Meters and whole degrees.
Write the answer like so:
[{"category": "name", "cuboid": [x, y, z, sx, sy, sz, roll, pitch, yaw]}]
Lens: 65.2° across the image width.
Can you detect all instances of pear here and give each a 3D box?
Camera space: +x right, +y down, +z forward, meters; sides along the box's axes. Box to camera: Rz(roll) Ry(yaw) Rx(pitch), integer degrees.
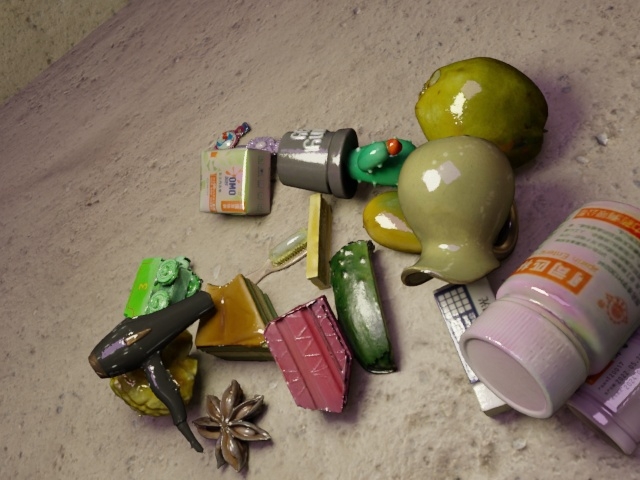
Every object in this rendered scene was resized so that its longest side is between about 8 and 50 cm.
[{"category": "pear", "cuboid": [0.387, -0.302, 1.217, 0.321, 0.269, 0.269, 21, 75, 15]}]

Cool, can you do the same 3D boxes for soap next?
[{"category": "soap", "cuboid": [-0.012, 0.269, 1.135, 0.162, 0.099, 0.250, -25, 85, 3]}, {"category": "soap", "cuboid": [-0.001, 0.000, 1.345, 0.037, 0.092, 0.252, -9, 61, 20]}, {"category": "soap", "cuboid": [-0.254, -0.175, 1.506, 0.182, 0.138, 0.200, 3, 92, 27]}]

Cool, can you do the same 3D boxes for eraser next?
[{"category": "eraser", "cuboid": [0.347, 0.213, 1.059, 0.124, 0.081, 0.279, -26, 55, 13]}]

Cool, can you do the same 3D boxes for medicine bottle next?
[{"category": "medicine bottle", "cuboid": [0.574, 0.247, 0.894, 0.250, 0.133, 0.133, -46, 53, 0]}, {"category": "medicine bottle", "cuboid": [0.452, 0.119, 0.917, 0.388, 0.219, 0.219, -40, 52, -17]}]

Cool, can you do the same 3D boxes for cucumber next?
[{"category": "cucumber", "cuboid": [0.095, 0.161, 1.208, 0.145, 0.105, 0.325, -21, 59, 16]}]

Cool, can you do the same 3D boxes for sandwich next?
[{"category": "sandwich", "cuboid": [-0.181, 0.198, 1.292, 0.227, 0.155, 0.198, -5, 62, 25]}]

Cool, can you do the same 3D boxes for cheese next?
[{"category": "cheese", "cuboid": [-0.307, -0.354, 1.725, 0.145, 0.038, 0.095, -35, 54, 8]}]

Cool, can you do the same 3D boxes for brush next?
[{"category": "brush", "cuboid": [-0.144, 0.061, 1.407, 0.312, 0.067, 0.072, -35, 55, 9]}]

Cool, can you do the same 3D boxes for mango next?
[{"category": "mango", "cuboid": [0.225, -0.039, 1.243, 0.251, 0.114, 0.156, 22, 56, 19]}]

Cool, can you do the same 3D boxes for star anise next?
[{"category": "star anise", "cuboid": [-0.210, 0.444, 1.227, 0.197, 0.073, 0.212, -45, 56, 3]}]

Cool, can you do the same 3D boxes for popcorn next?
[{"category": "popcorn", "cuboid": [-0.415, 0.338, 1.298, 0.251, 0.206, 0.237, 0, 78, 35]}]

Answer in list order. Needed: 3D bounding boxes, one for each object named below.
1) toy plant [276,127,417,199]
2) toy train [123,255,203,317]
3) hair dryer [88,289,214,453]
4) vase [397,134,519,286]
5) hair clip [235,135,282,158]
[{"category": "toy plant", "cuboid": [0.093, -0.200, 1.286, 0.400, 0.279, 0.185, 6, 75, 17]}, {"category": "toy train", "cuboid": [-0.469, 0.161, 1.480, 0.188, 0.132, 0.243, -8, 59, 29]}, {"category": "hair dryer", "cuboid": [-0.330, 0.316, 1.164, 0.303, 0.120, 0.359, -28, 79, -23]}, {"category": "vase", "cuboid": [0.322, -0.048, 1.083, 0.241, 0.329, 0.302, -12, 75, 56]}, {"category": "hair clip", "cuboid": [-0.143, -0.286, 1.583, 0.292, 0.085, 0.106, -3, 39, 22]}]
